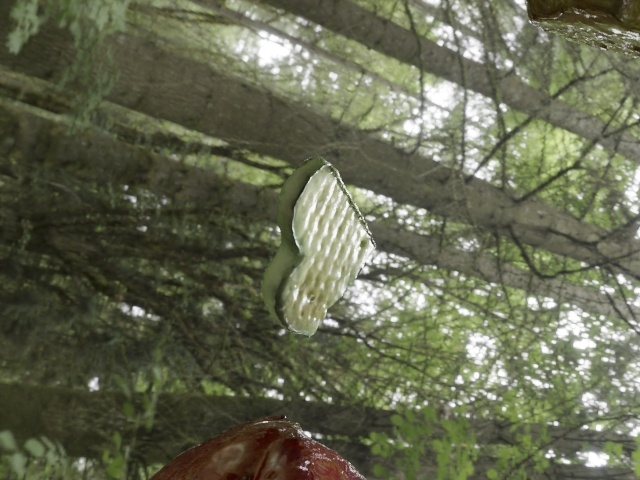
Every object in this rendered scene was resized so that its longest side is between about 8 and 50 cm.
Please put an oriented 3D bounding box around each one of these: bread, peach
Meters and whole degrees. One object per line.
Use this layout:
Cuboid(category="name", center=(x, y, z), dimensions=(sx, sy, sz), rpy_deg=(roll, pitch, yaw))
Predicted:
Cuboid(category="bread", center=(0.000, 0.000, 0.858), dimensions=(0.064, 0.173, 0.231), rpy_deg=(29, -60, 39))
Cuboid(category="peach", center=(-0.076, 0.407, 0.813), dimensions=(0.339, 0.416, 0.353), rpy_deg=(34, -107, 23))

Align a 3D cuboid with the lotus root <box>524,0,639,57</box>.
Cuboid(category="lotus root", center=(0.211, -0.198, 0.284), dimensions=(0.193, 0.193, 0.290), rpy_deg=(-119, -139, -50))
